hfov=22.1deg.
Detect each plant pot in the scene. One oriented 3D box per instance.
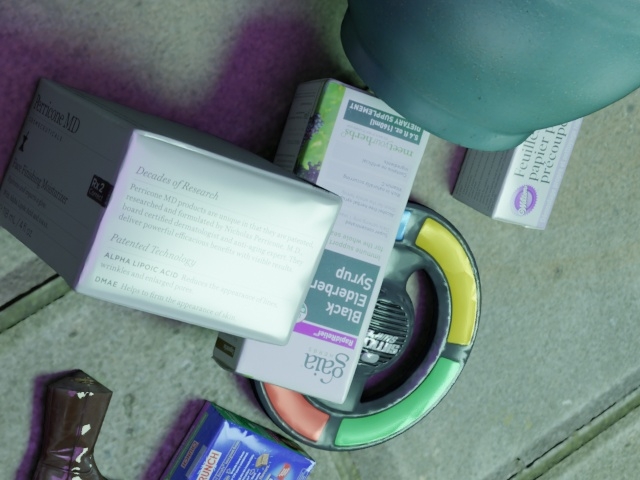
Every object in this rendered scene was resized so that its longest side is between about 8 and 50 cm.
[{"bbox_3d":[0.133,-0.193,1.238,0.293,0.293,0.196,9,131,-33],"label":"plant pot"}]

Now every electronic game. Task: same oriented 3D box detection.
[{"bbox_3d":[0.040,0.074,1.402,0.229,0.048,0.229,-12,115,-27],"label":"electronic game"}]

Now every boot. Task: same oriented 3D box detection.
[{"bbox_3d":[-0.177,0.162,1.316,0.106,0.037,0.114,6,101,-35],"label":"boot"}]

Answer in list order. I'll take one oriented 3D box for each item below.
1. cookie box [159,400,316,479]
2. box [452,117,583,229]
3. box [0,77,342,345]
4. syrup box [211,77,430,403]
[{"bbox_3d":[-0.072,0.199,1.387,0.107,0.040,0.092,31,92,-36],"label":"cookie box"},{"bbox_3d":[0.202,-0.173,1.393,0.063,0.067,0.324,11,102,-33],"label":"box"},{"bbox_3d":[-0.114,-0.022,1.189,0.182,0.181,0.119,18,96,-34],"label":"box"},{"bbox_3d":[0.000,0.000,1.285,0.093,0.096,0.237,18,88,-16],"label":"syrup box"}]
